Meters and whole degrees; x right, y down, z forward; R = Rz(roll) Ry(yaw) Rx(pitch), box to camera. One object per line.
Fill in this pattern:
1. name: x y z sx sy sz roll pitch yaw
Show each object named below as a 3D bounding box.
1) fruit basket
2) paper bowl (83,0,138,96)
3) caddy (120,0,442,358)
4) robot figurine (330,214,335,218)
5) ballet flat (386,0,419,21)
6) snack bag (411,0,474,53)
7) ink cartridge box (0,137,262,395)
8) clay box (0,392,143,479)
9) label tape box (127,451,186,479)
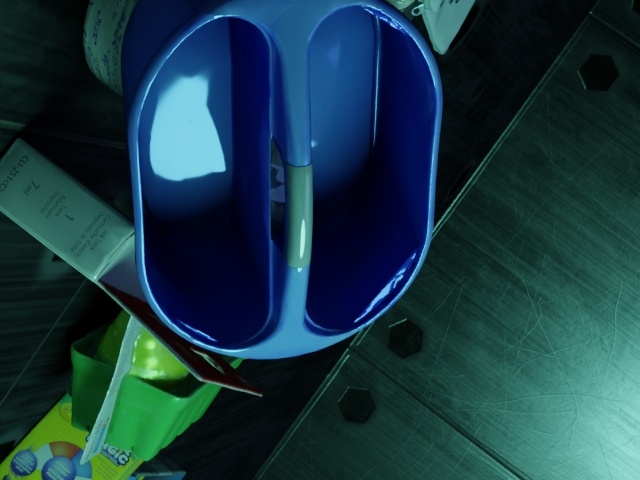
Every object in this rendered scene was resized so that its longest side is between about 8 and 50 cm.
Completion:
1. fruit basket: -0.180 0.066 1.753 0.327 0.165 0.353 -35 141 -69
2. paper bowl: -0.063 -0.219 1.281 0.284 0.148 0.284 -51 168 -15
3. caddy: -0.033 -0.063 1.144 0.241 0.179 0.341 -7 126 -11
4. robot figurine: 0.031 -0.139 1.821 0.209 0.173 0.278 -44 165 -36
5. ballet flat: 0.111 -0.343 1.795 0.203 0.074 0.074 -60 168 4
6. snack bag: 0.197 -0.413 1.773 0.323 0.037 0.342 -61 161 -12
7. ink cartridge box: -0.159 0.034 1.361 0.066 0.261 0.296 -52 169 -2
8. clay box: -0.320 0.288 1.822 0.222 0.127 0.053 -49 169 -21
9. label tape box: -0.348 0.406 2.112 0.249 0.115 0.348 -53 166 -1
